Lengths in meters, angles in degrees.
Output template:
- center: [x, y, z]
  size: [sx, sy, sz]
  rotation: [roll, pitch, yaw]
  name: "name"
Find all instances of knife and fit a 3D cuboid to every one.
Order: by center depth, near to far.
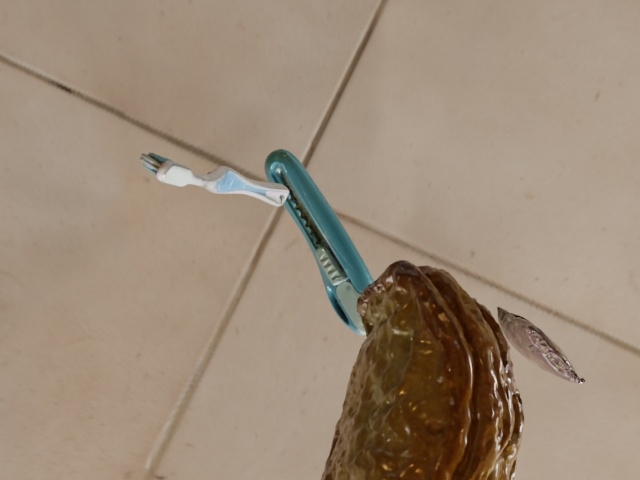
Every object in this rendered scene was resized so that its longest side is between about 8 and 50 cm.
- center: [0.000, 0.000, 1.097]
  size: [0.031, 0.064, 0.222]
  rotation: [-16, 72, -47]
  name: "knife"

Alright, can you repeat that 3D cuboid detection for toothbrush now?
- center: [-0.042, -0.026, 0.492]
  size: [0.017, 0.162, 0.014]
  rotation: [34, 97, 17]
  name: "toothbrush"

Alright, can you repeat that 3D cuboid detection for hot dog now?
- center: [0.062, 0.152, 0.701]
  size: [0.114, 0.175, 0.259]
  rotation: [16, 70, -8]
  name: "hot dog"

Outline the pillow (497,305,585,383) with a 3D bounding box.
- center: [0.301, 0.149, 1.465]
  size: [0.043, 0.185, 0.118]
  rotation: [-42, 93, 1]
  name: "pillow"
